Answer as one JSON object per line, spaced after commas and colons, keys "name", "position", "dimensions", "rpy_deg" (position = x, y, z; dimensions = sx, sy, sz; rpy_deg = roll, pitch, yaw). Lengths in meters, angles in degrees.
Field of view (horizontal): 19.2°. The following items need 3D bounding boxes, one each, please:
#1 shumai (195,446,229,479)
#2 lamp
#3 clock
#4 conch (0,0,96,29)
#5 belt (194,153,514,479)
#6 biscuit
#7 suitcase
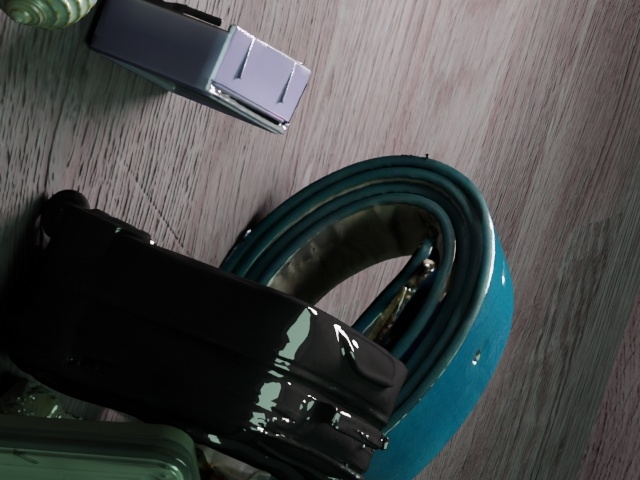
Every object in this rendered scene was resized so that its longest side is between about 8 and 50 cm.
{"name": "shumai", "position": [-0.162, 0.289, 1.990], "dimensions": [0.153, 0.161, 0.209], "rpy_deg": [-52, 136, 3]}
{"name": "lamp", "position": [-0.238, 0.258, 1.782], "dimensions": [0.266, 0.269, 0.047], "rpy_deg": [83, 14, -49]}
{"name": "clock", "position": [-0.110, -0.171, 1.799], "dimensions": [0.073, 0.144, 0.193], "rpy_deg": [-67, 155, 0]}
{"name": "conch", "position": [-0.236, -0.244, 1.534], "dimensions": [0.135, 0.102, 0.153], "rpy_deg": [61, 13, -53]}
{"name": "belt", "position": [0.029, 0.110, 2.135], "dimensions": [0.436, 0.300, 0.173], "rpy_deg": [-49, 150, -16]}
{"name": "biscuit", "position": [-0.288, 0.227, 1.912], "dimensions": [0.141, 0.038, 0.290], "rpy_deg": [-58, 158, -9]}
{"name": "suitcase", "position": [-0.097, 0.111, 1.843], "dimensions": [0.188, 0.339, 0.345], "rpy_deg": [-68, 156, -8]}
